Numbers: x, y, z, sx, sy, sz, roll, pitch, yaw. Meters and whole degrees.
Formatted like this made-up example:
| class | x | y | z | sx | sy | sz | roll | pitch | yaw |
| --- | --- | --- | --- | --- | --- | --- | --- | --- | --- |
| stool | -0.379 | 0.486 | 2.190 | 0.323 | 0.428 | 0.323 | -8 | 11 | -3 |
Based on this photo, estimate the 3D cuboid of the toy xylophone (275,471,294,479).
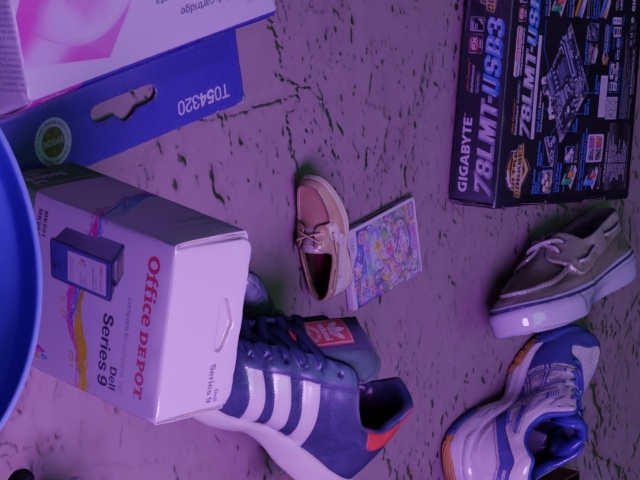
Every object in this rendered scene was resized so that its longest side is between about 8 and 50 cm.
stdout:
| class | x | y | z | sx | sy | sz | roll | pitch | yaw |
| --- | --- | --- | --- | --- | --- | --- | --- | --- | --- |
| toy xylophone | -0.057 | 0.371 | 1.927 | 0.236 | 0.081 | 0.323 | -57 | 136 | -28 |

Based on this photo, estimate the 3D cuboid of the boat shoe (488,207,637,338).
| class | x | y | z | sx | sy | sz | roll | pitch | yaw |
| --- | --- | --- | --- | --- | --- | --- | --- | --- | --- |
| boat shoe | 0.275 | 0.038 | 2.284 | 0.302 | 0.109 | 0.094 | -26 | 101 | -56 |

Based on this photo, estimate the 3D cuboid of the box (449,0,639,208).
| class | x | y | z | sx | sy | sz | roll | pitch | yaw |
| --- | --- | --- | --- | --- | --- | --- | --- | --- | --- |
| box | 0.264 | -0.188 | 2.234 | 0.293 | 0.073 | 0.296 | -6 | 102 | -50 |

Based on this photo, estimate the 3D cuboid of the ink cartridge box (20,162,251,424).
| class | x | y | z | sx | sy | sz | roll | pitch | yaw |
| --- | --- | --- | --- | --- | --- | --- | --- | --- | --- |
| ink cartridge box | -0.168 | 0.040 | 1.603 | 0.093 | 0.212 | 0.154 | -13 | 117 | -50 |

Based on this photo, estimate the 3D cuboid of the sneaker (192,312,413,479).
| class | x | y | z | sx | sy | sz | roll | pitch | yaw |
| --- | --- | --- | --- | --- | --- | --- | --- | --- | --- |
| sneaker | -0.040 | 0.108 | 1.810 | 0.148 | 0.131 | 0.350 | -39 | 138 | 12 |

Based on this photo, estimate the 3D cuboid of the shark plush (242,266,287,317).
| class | x | y | z | sx | sy | sz | roll | pitch | yaw |
| --- | --- | --- | --- | --- | --- | --- | --- | --- | --- |
| shark plush | -0.057 | 0.078 | 1.882 | 0.073 | 0.067 | 0.161 | -54 | 134 | -31 |

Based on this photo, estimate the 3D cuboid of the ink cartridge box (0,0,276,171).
| class | x | y | z | sx | sy | sz | roll | pitch | yaw |
| --- | --- | --- | --- | --- | --- | --- | --- | --- | --- |
| ink cartridge box | -0.167 | -0.233 | 1.688 | 0.324 | 0.071 | 0.330 | -28 | 117 | -46 |

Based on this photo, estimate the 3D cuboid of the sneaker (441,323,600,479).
| class | x | y | z | sx | sy | sz | roll | pitch | yaw |
| --- | --- | --- | --- | --- | --- | --- | --- | --- | --- |
| sneaker | 0.267 | 0.205 | 2.266 | 0.296 | 0.131 | 0.112 | -44 | 127 | -39 |

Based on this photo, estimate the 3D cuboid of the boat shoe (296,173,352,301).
| class | x | y | z | sx | sy | sz | roll | pitch | yaw |
| --- | --- | --- | --- | --- | --- | --- | --- | --- | --- |
| boat shoe | 0.000 | 0.000 | 1.954 | 0.045 | 0.050 | 0.135 | -44 | 129 | -44 |

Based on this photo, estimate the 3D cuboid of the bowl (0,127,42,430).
| class | x | y | z | sx | sy | sz | roll | pitch | yaw |
| --- | --- | --- | --- | --- | --- | --- | --- | --- | --- |
| bowl | -0.375 | 0.013 | 1.388 | 0.391 | 0.077 | 0.391 | 13 | 71 | -44 |

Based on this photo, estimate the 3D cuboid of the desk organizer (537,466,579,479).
| class | x | y | z | sx | sy | sz | roll | pitch | yaw |
| --- | --- | --- | --- | --- | --- | --- | --- | --- | --- |
| desk organizer | 0.254 | 0.308 | 2.331 | 0.130 | 0.050 | 0.047 | -19 | 111 | -48 |

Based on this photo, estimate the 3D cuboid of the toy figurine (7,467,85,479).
| class | x | y | z | sx | sy | sz | roll | pitch | yaw |
| --- | --- | --- | --- | --- | --- | --- | --- | --- | --- |
| toy figurine | -0.236 | 0.300 | 1.634 | 0.209 | 0.148 | 0.213 | 19 | 82 | -51 |

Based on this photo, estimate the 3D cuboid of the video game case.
| class | x | y | z | sx | sy | sz | roll | pitch | yaw |
| --- | --- | --- | --- | --- | --- | --- | --- | --- | --- |
| video game case | 0.065 | 0.013 | 2.069 | 0.122 | 0.011 | 0.087 | -28 | 118 | -45 |
